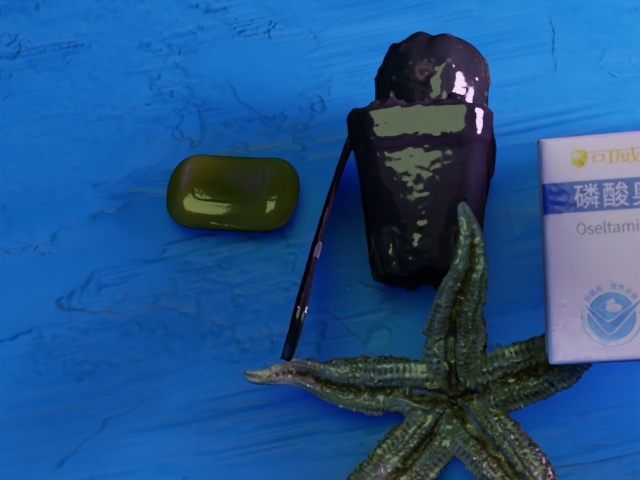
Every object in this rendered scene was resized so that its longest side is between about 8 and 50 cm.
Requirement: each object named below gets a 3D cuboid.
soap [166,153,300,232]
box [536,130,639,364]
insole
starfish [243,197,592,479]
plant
[{"bbox_3d":[-0.090,-0.049,1.490,0.140,0.045,0.089,3,59,11],"label":"soap"},{"bbox_3d":[0.360,0.000,1.209,0.343,0.065,0.200,-3,81,15],"label":"box"},{"bbox_3d":[0.000,0.000,1.381,0.012,0.110,0.309,19,36,-3],"label":"insole"},{"bbox_3d":[0.110,0.135,1.322,0.358,0.078,0.347,15,89,17],"label":"starfish"},{"bbox_3d":[0.101,-0.081,1.416,0.142,0.164,0.256,2,73,10],"label":"plant"}]
